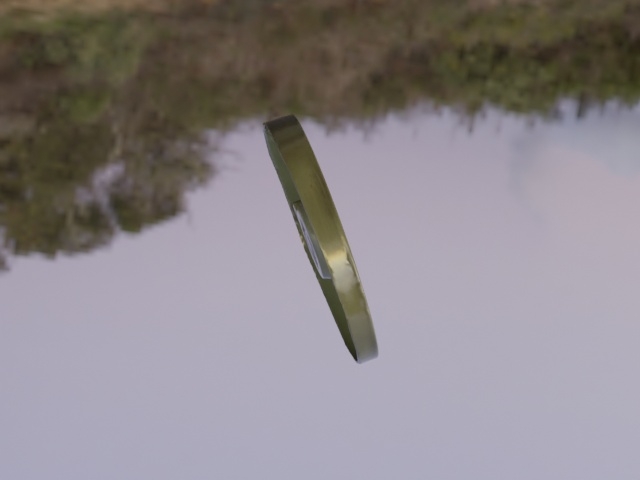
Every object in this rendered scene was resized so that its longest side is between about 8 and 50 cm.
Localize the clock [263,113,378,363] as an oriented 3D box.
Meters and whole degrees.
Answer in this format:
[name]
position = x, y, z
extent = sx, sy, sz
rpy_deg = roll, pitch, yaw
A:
[clock]
position = 0.000, 0.000, 1.589
extent = 0.029, 0.235, 0.235
rpy_deg = -20, -167, -4
